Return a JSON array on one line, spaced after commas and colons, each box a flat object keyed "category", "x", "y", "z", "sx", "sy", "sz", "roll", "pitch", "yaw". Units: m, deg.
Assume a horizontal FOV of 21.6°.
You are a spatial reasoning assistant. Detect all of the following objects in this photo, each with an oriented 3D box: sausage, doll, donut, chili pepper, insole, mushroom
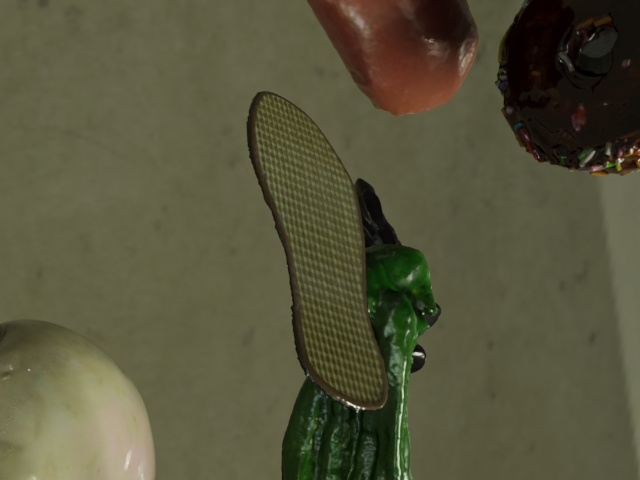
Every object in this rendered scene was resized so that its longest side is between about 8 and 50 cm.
[{"category": "sausage", "x": 0.062, "y": -0.233, "z": 1.582, "sx": 0.254, "sy": 0.148, "sz": 0.148, "roll": 51, "pitch": 55, "yaw": -41}, {"category": "doll", "x": 0.054, "y": 0.026, "z": 1.756, "sx": 0.088, "sy": 0.249, "sz": 0.127, "roll": 22, "pitch": 120, "yaw": -36}, {"category": "donut", "x": 0.264, "y": -0.159, "z": 1.483, "sx": 0.089, "sy": 0.235, "sz": 0.235, "roll": 25, "pitch": 75, "yaw": -41}, {"category": "chili pepper", "x": 0.025, "y": 0.131, "z": 1.027, "sx": 0.074, "sy": 0.100, "sz": 0.257, "roll": -19, "pitch": 113, "yaw": -66}, {"category": "insole", "x": 0.000, "y": 0.000, "z": 0.978, "sx": 0.086, "sy": 0.005, "sz": 0.253, "roll": 23, "pitch": 37, "yaw": -32}, {"category": "mushroom", "x": -0.341, "y": 0.265, "z": 1.720, "sx": 0.325, "sy": 0.353, "sz": 0.353, "roll": -98, "pitch": 164, "yaw": -46}]
